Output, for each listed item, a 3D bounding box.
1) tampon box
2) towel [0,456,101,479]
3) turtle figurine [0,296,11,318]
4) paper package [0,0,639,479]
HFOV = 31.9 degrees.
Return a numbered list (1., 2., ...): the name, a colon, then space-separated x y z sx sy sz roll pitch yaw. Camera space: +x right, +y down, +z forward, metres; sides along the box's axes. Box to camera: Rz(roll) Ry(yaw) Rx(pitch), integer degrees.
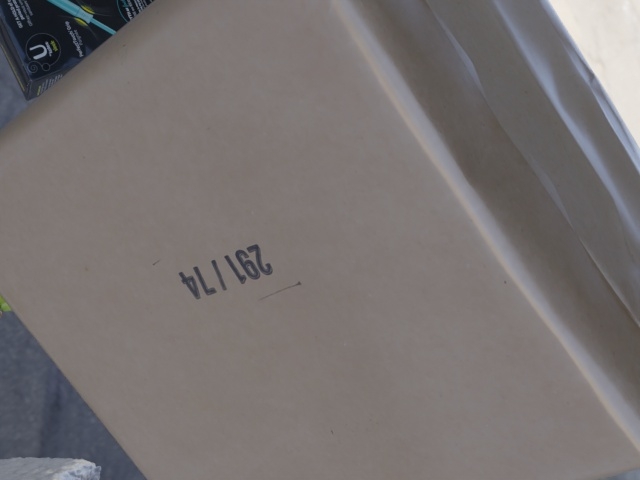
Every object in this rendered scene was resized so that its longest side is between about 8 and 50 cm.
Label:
1. tampon box: -0.269 -0.243 1.217 0.120 0.161 0.101 66 -18 -3
2. towel: -0.297 0.217 0.804 0.282 0.187 0.049 -27 114 -72
3. turtle figurine: -0.259 0.026 0.689 0.269 0.087 0.217 51 29 -9
4. paper package: 0.000 0.000 0.619 0.309 0.325 0.168 55 40 -10
